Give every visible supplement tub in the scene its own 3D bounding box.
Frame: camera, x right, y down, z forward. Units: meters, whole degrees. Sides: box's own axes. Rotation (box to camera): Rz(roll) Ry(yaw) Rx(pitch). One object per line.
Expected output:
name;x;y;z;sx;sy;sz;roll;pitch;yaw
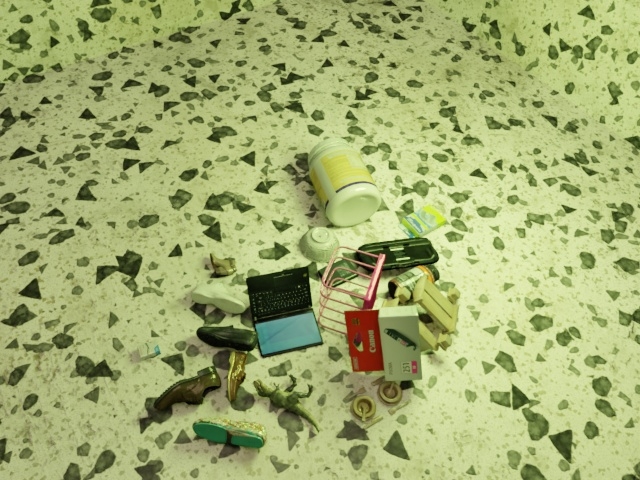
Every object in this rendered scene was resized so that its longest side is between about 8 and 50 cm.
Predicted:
supplement tub;0.092;-0.251;2.227;0.241;0.241;0.331;-13;56;-14
supplement tub;0.365;0.163;2.029;0.198;0.106;0.106;-23;59;-21

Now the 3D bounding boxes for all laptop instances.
laptop;-0.128;0.254;1.894;0.235;0.264;0.136;-10;19;-13

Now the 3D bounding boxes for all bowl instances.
bowl;0.000;0.000;2.131;0.170;0.080;0.170;3;54;-4

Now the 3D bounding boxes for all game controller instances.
game controller;0.312;0.056;2.116;0.320;0.067;0.166;-7;42;-10

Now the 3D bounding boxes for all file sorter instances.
file sorter;0.102;0.187;1.872;0.183;0.290;0.202;17;52;11

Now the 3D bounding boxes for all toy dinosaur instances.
toy dinosaur;-0.091;0.520;1.752;0.268;0.064;0.118;28;63;12

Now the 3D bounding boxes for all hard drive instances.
hard drive;0.070;0.129;2.076;0.135;0.022;0.094;-23;59;-21

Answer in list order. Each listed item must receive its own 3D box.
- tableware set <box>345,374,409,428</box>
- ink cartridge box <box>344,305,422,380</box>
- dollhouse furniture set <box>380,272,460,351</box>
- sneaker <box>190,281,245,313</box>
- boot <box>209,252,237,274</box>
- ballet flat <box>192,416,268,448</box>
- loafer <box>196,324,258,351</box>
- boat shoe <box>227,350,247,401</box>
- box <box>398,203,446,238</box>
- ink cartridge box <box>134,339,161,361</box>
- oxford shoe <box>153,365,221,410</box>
tableware set;0.194;0.537;1.775;0.194;0.039;0.128;-23;59;-21
ink cartridge box;0.211;0.349;1.746;0.239;0.274;0.060;-5;27;7
dollhouse furniture set;0.338;0.242;1.928;0.303;0.174;0.355;46;41;-16
sneaker;-0.369;0.202;1.954;0.212;0.080;0.094;16;42;8
boot;-0.379;0.090;2.057;0.087;0.042;0.118;-12;56;-21
ballet flat;-0.283;0.603;1.669;0.241;0.091;0.077;14;23;0
loafer;-0.328;0.336;1.852;0.224;0.076;0.078;8;41;11
boat shoe;-0.281;0.456;1.775;0.060;0.064;0.177;2;51;-2
box;0.436;-0.078;2.254;0.178;0.042;0.109;-27;60;-24
ink cartridge box;-0.603;0.383;1.820;0.083;0.028;0.048;-19;57;-18
oxford shoe;-0.431;0.502;1.717;0.227;0.082;0.096;-25;64;-20
